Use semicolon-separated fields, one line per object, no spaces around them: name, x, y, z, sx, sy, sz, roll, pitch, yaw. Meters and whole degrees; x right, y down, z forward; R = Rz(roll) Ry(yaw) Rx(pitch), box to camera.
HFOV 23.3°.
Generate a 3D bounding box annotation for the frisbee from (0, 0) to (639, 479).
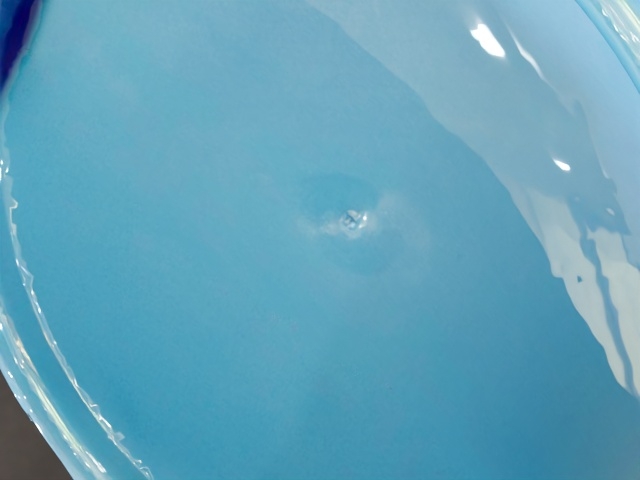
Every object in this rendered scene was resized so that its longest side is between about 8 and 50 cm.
frisbee;0.000;0.000;0.408;0.242;0.242;0.045;-11;13;35
